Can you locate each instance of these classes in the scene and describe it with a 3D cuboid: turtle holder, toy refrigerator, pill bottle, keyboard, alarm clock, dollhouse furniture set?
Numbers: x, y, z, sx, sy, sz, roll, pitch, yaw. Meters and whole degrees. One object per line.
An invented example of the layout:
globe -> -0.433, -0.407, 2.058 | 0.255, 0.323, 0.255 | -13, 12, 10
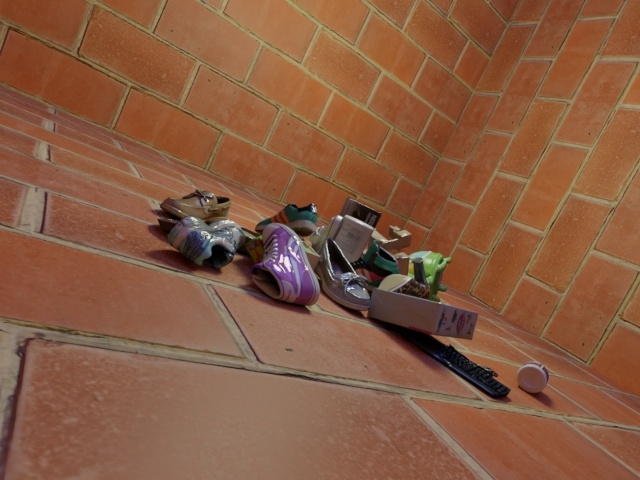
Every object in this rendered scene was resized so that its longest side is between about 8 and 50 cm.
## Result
turtle holder -> 0.482, 0.183, 2.165 | 0.228, 0.243, 0.320 | 13, 41, 24
toy refrigerator -> -0.093, 0.035, 1.563 | 0.102, 0.094, 0.269 | 23, 7, -20
pill bottle -> 0.106, 0.026, 1.785 | 0.131, 0.229, 0.131 | 25, 7, -3
keyboard -> 0.398, 0.345, 1.299 | 0.317, 0.033, 0.202 | 32, 9, 36
alarm clock -> -0.268, -0.014, 1.415 | 0.192, 0.064, 0.129 | 31, 8, 12
dollhouse furniture set -> 0.223, 0.041, 2.014 | 0.174, 0.303, 0.355 | -13, 32, -23
pill bottle -> 0.679, 0.432, 1.430 | 0.086, 0.086, 0.152 | 30, 8, 31

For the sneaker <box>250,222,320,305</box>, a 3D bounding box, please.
sneaker -> -0.120, 0.043, 1.159 | 0.161, 0.102, 0.282 | 12, 32, -42

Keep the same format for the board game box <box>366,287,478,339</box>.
board game box -> 0.323, 0.229, 1.390 | 0.224, 0.097, 0.303 | 11, -4, 41

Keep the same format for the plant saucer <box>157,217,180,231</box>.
plant saucer -> -0.361, -0.033, 1.228 | 0.169, 0.029, 0.168 | 12, 2, 0

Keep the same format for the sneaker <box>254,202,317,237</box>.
sneaker -> -0.128, -0.076, 1.752 | 0.302, 0.120, 0.108 | -4, -29, 38

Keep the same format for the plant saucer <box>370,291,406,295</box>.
plant saucer -> 0.305, 0.237, 1.725 | 0.278, 0.041, 0.278 | 26, 6, -3

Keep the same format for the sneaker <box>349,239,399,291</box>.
sneaker -> 0.151, 0.080, 1.609 | 0.296, 0.178, 0.123 | 14, 18, -1

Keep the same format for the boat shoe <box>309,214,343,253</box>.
boat shoe -> 0.000, 0.000, 1.612 | 0.084, 0.258, 0.095 | 31, 37, 4

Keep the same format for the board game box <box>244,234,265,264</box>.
board game box -> -0.157, 0.027, 1.343 | 0.092, 0.043, 0.181 | 60, 14, -3

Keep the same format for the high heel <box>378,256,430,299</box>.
high heel -> 0.294, 0.197, 1.566 | 0.261, 0.186, 0.093 | -32, 31, -34

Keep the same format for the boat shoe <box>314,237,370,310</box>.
boat shoe -> 0.066, 0.107, 1.421 | 0.118, 0.103, 0.320 | 11, 23, -27

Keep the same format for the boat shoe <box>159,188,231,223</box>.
boat shoe -> -0.412, -0.123, 1.514 | 0.122, 0.110, 0.341 | 27, 7, 12

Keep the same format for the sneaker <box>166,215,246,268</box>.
sneaker -> -0.264, 0.021, 1.135 | 0.122, 0.110, 0.283 | 46, 15, 14

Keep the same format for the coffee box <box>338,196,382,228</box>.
coffee box -> 0.130, -0.024, 1.961 | 0.168, 0.297, 0.119 | 27, 7, 3
